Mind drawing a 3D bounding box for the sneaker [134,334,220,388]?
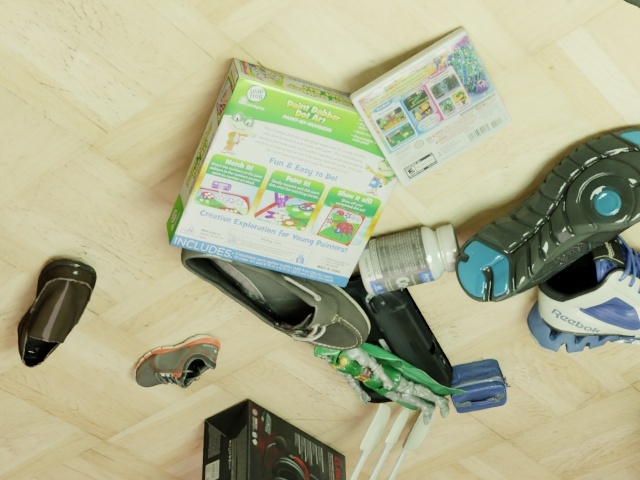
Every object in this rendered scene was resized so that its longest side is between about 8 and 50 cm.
[{"bbox_3d":[-0.224,0.199,1.826,0.158,0.065,0.061,-28,135,24],"label":"sneaker"}]

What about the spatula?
[{"bbox_3d":[0.100,0.381,1.983,0.168,0.019,0.242,11,106,-54],"label":"spatula"}]

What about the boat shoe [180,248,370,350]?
[{"bbox_3d":[-0.066,0.077,1.636,0.112,0.095,0.335,-30,123,36],"label":"boat shoe"}]

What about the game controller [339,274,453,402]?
[{"bbox_3d":[0.089,0.156,1.825,0.166,0.067,0.319,-6,141,23],"label":"game controller"}]

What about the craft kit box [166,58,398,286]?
[{"bbox_3d":[-0.036,-0.077,1.482,0.249,0.061,0.247,15,121,-22],"label":"craft kit box"}]

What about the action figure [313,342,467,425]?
[{"bbox_3d":[0.088,0.206,1.790,0.232,0.063,0.137,29,145,-18],"label":"action figure"}]

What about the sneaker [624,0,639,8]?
[{"bbox_3d":[0.321,-0.319,1.246,0.295,0.105,0.147,7,133,-21],"label":"sneaker"}]

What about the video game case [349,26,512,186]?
[{"bbox_3d":[0.135,-0.158,1.429,0.157,0.019,0.143,-31,122,5],"label":"video game case"}]

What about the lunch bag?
[{"bbox_3d":[0.258,0.240,1.923,0.098,0.065,0.067,-12,139,9],"label":"lunch bag"}]

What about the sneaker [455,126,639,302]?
[{"bbox_3d":[0.335,-0.038,1.592,0.340,0.125,0.139,-32,169,16],"label":"sneaker"}]

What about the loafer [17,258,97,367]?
[{"bbox_3d":[-0.376,0.110,1.696,0.080,0.078,0.220,14,136,-21],"label":"loafer"}]

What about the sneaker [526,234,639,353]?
[{"bbox_3d":[0.449,0.064,1.690,0.315,0.127,0.182,-9,142,7],"label":"sneaker"}]

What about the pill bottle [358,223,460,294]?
[{"bbox_3d":[0.125,0.025,1.649,0.137,0.078,0.078,-14,139,11],"label":"pill bottle"}]

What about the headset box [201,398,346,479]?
[{"bbox_3d":[-0.063,0.432,1.996,0.110,0.218,0.293,-28,134,28],"label":"headset box"}]
